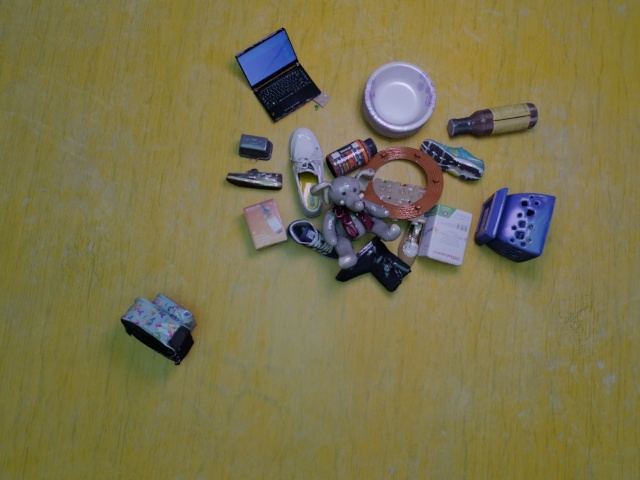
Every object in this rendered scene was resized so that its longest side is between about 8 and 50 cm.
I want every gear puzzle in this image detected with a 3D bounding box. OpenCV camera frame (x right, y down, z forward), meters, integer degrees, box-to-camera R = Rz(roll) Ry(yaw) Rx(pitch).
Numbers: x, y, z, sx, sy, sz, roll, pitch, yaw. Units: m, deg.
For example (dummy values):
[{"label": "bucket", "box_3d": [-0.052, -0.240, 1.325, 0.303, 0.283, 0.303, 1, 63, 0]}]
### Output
[{"label": "gear puzzle", "box_3d": [0.265, -0.157, 1.783, 0.338, 0.044, 0.176, 13, 68, 14]}]

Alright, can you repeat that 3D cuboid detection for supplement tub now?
[{"label": "supplement tub", "box_3d": [0.126, -0.335, 1.795, 0.197, 0.106, 0.106, -29, 86, -5]}]

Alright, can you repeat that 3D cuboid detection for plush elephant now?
[{"label": "plush elephant", "box_3d": [0.109, -0.119, 1.629, 0.271, 0.255, 0.330, -25, 51, -9]}]

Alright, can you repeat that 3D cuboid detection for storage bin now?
[{"label": "storage bin", "box_3d": [-0.264, -0.371, 1.792, 0.135, 0.091, 0.098, 9, 84, 0]}]

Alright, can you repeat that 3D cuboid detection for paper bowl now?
[{"label": "paper bowl", "box_3d": [0.307, -0.552, 1.803, 0.284, 0.148, 0.285, 0, 84, -1]}]

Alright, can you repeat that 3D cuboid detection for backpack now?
[{"label": "backpack", "box_3d": [-0.589, 0.309, 1.646, 0.253, 0.225, 0.191, 23, 61, 5]}]

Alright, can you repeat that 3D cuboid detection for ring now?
[{"label": "ring", "box_3d": [0.314, -0.237, 1.771, 0.336, 0.032, 0.337, -3, 66, 7]}]

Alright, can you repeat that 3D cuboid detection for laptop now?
[{"label": "laptop", "box_3d": [-0.165, -0.660, 1.801, 0.234, 0.136, 0.264, -33, 79, -4]}]

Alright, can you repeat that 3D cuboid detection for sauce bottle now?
[{"label": "sauce bottle", "box_3d": [0.694, -0.485, 1.829, 0.344, 0.111, 0.112, -8, 84, -3]}]

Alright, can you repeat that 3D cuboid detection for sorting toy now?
[{"label": "sorting toy", "box_3d": [-0.005, -0.581, 1.863, 0.062, 0.012, 0.083, 39, 81, -3]}]

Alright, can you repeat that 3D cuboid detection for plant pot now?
[{"label": "plant pot", "box_3d": [0.732, -0.063, 1.731, 0.212, 0.236, 0.236, 18, 83, 7]}]

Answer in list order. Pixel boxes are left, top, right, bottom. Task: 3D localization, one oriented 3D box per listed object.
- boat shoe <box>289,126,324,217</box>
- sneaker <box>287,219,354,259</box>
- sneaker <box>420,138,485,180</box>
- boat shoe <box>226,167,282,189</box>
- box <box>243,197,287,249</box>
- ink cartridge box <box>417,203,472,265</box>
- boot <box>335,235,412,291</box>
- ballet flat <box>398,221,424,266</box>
[{"label": "boat shoe", "box_3d": [-0.052, -0.279, 1.757, 0.135, 0.156, 0.368, -4, 85, -3]}, {"label": "sneaker", "box_3d": [0.000, 0.000, 1.731, 0.282, 0.153, 0.099, 22, 84, 0]}, {"label": "sneaker", "box_3d": [0.536, -0.335, 1.828, 0.275, 0.107, 0.110, 28, 56, 4]}, {"label": "boat shoe", "box_3d": [-0.260, -0.249, 1.790, 0.223, 0.080, 0.074, 8, 78, -7]}, {"label": "box", "box_3d": [-0.214, -0.061, 1.761, 0.130, 0.091, 0.171, -19, 85, -4]}, {"label": "ink cartridge box", "box_3d": [0.489, -0.019, 1.767, 0.154, 0.093, 0.213, 15, 82, -14]}, {"label": "boot", "box_3d": [0.209, 0.129, 1.753, 0.246, 0.094, 0.207, -43, 86, -6]}, {"label": "ballet flat", "box_3d": [0.363, -0.007, 1.785, 0.080, 0.073, 0.233, 13, 84, -3]}]
